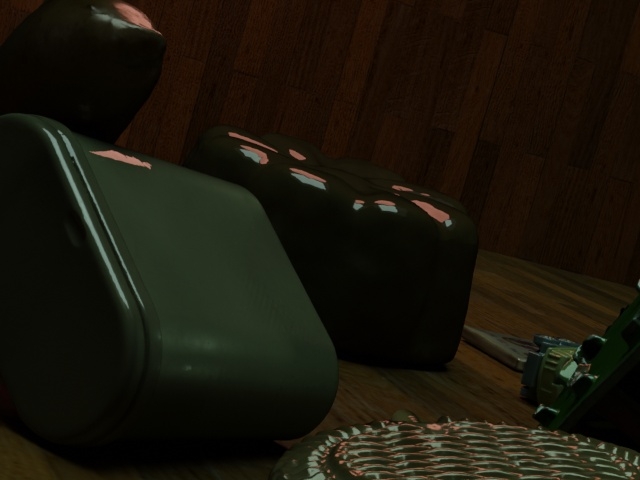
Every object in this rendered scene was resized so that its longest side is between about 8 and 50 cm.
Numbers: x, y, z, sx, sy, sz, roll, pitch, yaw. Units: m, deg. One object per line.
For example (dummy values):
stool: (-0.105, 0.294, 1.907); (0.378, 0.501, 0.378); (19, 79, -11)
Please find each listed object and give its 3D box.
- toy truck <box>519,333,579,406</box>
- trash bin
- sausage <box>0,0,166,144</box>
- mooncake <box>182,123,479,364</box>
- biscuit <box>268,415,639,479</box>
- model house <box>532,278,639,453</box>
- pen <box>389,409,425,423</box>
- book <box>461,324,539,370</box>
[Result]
toy truck: (0.303, 0.156, 1.663); (0.169, 0.077, 0.100); (13, 3, -37)
trash bin: (-0.122, 0.036, 1.081); (0.247, 0.121, 0.243); (13, 43, -55)
sausage: (-0.231, -0.088, 1.259); (0.136, 0.123, 0.501); (6, -15, -15)
mooncake: (0.000, 0.000, 1.732); (0.378, 0.201, 0.378); (15, 6, -2)
biscuit: (0.088, 0.158, 0.828); (0.259, 0.079, 0.259); (2, 6, 0)
model house: (0.310, 0.186, 1.042); (0.323, 0.300, 0.340); (38, 47, 6)
pen: (0.083, 0.171, 1.154); (0.040, 0.032, 0.233); (39, 3, -10)
book: (0.314, 0.158, 1.953); (0.232, 0.022, 0.162); (14, 5, -22)
